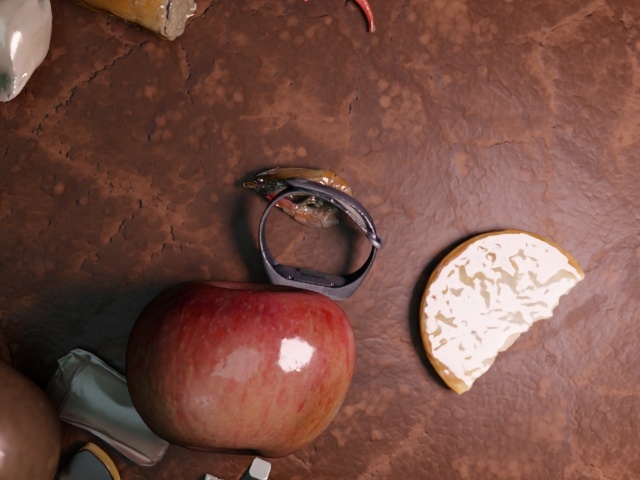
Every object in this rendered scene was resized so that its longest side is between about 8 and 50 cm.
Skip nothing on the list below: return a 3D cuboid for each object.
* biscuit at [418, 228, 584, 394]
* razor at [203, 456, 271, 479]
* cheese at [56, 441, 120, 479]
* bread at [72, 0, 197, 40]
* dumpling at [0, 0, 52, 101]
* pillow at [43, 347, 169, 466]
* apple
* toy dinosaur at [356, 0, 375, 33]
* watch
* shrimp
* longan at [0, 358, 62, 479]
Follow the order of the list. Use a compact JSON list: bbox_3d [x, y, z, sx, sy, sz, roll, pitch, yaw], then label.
[{"bbox_3d":[0.286,0.097,1.242,0.309,0.040,0.204,-43,93,-2],"label":"biscuit"},{"bbox_3d":[-0.123,0.391,1.123,0.111,0.278,0.056,24,60,-3],"label":"razor"},{"bbox_3d":[-0.362,0.422,1.215,0.162,0.036,0.086,44,86,-3],"label":"cheese"},{"bbox_3d":[-0.293,-0.443,1.131,0.247,0.176,0.195,22,92,-3],"label":"bread"},{"bbox_3d":[-0.510,-0.337,1.161,0.151,0.124,0.228,16,84,33],"label":"dumpling"},{"bbox_3d":[-0.351,0.280,1.212,0.233,0.038,0.130,28,89,-3],"label":"pillow"},{"bbox_3d":[-0.122,0.200,1.087,0.345,0.345,0.269,5,90,-3],"label":"apple"},{"bbox_3d":[-0.017,-0.443,1.164,0.286,0.139,0.070,35,90,-4],"label":"toy dinosaur"},{"bbox_3d":[0.000,0.000,1.191,0.207,0.068,0.192,11,108,-2],"label":"watch"},{"bbox_3d":[-0.039,-0.078,1.221,0.190,0.042,0.101,11,98,-4],"label":"shrimp"},{"bbox_3d":[-0.560,0.288,1.081,0.350,0.288,0.288,41,89,9],"label":"longan"}]
